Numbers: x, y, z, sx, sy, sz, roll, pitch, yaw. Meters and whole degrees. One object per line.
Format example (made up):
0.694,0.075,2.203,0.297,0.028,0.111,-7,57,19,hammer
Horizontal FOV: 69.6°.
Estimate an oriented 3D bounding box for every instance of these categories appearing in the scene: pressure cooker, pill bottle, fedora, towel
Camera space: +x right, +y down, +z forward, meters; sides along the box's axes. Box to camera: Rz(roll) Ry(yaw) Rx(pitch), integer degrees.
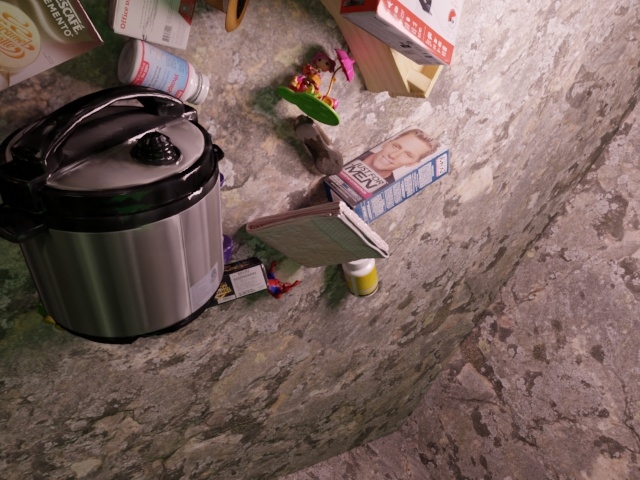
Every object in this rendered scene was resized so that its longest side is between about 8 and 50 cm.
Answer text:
-0.363,-0.070,0.861,0.374,0.370,0.421,-5,129,-15,pressure cooker
-0.306,-0.325,0.908,0.160,0.087,0.087,10,119,-45,pill bottle
0.143,0.107,1.671,0.119,0.119,0.209,-32,141,-13,pill bottle
-0.171,-0.491,0.846,0.079,0.194,0.195,17,121,-6,fedora
0.000,0.000,1.359,0.316,0.054,0.331,-10,153,30,towel

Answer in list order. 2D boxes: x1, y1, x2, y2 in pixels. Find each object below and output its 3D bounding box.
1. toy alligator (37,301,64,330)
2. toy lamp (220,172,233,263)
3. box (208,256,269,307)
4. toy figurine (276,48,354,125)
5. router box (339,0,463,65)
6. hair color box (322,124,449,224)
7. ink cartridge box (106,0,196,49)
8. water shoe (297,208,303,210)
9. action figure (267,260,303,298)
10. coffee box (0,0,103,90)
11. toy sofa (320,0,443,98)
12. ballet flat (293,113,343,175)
-0.641,0.197,1.150,0.051,0.056,0.190,-2,146,18,toy alligator
-0.273,-0.048,1.206,0.080,0.080,0.275,-20,138,-25,toy lamp
-0.286,0.118,1.160,0.292,0.295,0.074,-15,94,-10,box
0.006,-0.388,1.105,0.159,0.173,0.130,-62,175,-5,toy figurine
0.185,-0.541,0.902,0.335,0.082,0.302,-4,107,-53,router box
0.199,-0.197,1.389,0.347,0.174,0.105,-32,139,-13,hair color box
-0.309,-0.420,0.841,0.135,0.056,0.099,-1,126,-40,ink cartridge box
-0.014,-0.055,1.444,0.080,0.072,0.203,-62,145,-18,water shoe
-0.171,0.115,1.424,0.139,0.092,0.280,-40,146,26,action figure
-0.501,-0.337,0.722,0.246,0.098,0.141,-32,141,-12,coffee box
0.161,-0.517,1.103,0.362,0.177,0.150,44,69,-51,toy sofa
-0.004,-0.259,1.257,0.084,0.058,0.250,-22,148,17,ballet flat
